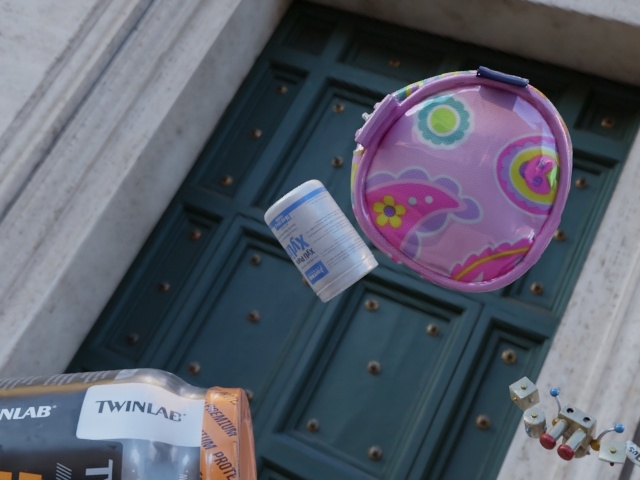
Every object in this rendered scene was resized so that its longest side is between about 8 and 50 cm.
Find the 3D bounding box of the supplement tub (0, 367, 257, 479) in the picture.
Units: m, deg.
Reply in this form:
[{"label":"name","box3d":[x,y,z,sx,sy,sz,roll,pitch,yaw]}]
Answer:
[{"label":"supplement tub","box3d":[-0.211,0.200,0.642,0.316,0.194,0.193,-5,-23,0]}]

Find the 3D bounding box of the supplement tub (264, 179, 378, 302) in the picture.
[{"label":"supplement tub","box3d":[0.000,0.000,0.833,0.107,0.071,0.071,55,-19,6]}]

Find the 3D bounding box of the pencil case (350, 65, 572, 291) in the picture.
[{"label":"pencil case","box3d":[0.090,-0.043,0.550,0.124,0.124,0.284,26,9,7]}]

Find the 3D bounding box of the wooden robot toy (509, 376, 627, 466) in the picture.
[{"label":"wooden robot toy","box3d":[0.308,0.249,1.054,0.173,0.076,0.079,28,-33,41]}]

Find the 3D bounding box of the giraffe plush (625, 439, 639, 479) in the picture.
[{"label":"giraffe plush","box3d":[0.453,0.270,0.946,0.210,0.181,0.170,23,-22,20]}]
